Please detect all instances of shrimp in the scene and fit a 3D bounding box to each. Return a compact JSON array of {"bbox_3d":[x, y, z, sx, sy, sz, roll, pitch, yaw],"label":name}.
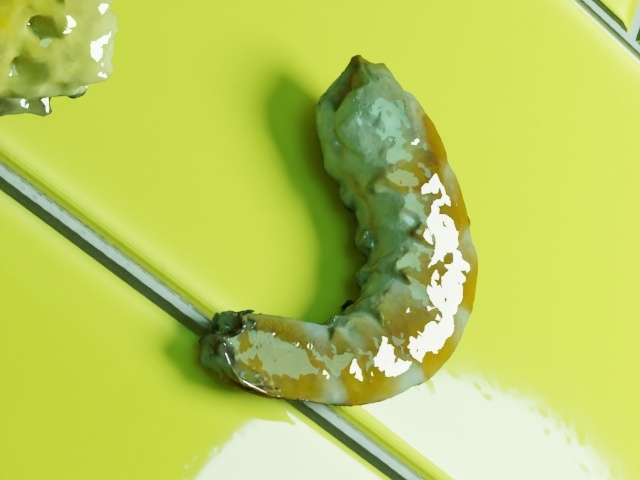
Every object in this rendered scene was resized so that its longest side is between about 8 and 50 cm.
[{"bbox_3d":[0.000,0.000,0.837,0.166,0.049,0.161,-18,86,-34],"label":"shrimp"}]

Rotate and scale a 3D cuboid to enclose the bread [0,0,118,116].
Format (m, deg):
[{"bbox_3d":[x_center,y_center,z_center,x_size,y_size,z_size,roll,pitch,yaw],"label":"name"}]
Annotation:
[{"bbox_3d":[-0.189,-0.171,0.673,0.204,0.162,0.262,-11,66,-30],"label":"bread"}]
